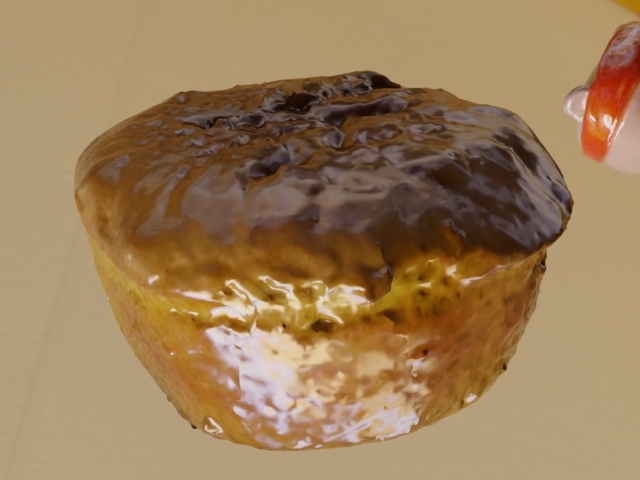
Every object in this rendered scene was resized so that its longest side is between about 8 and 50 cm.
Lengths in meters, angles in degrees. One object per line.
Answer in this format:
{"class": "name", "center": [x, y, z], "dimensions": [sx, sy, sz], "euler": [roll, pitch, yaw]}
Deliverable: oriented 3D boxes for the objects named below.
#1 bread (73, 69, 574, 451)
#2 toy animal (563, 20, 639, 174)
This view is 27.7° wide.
{"class": "bread", "center": [-0.001, -0.002, 0.805], "dimensions": [0.312, 0.312, 0.172], "euler": [-22, -58, -36]}
{"class": "toy animal", "center": [0.323, -0.109, 1.192], "dimensions": [0.197, 0.171, 0.171], "euler": [46, -122, -13]}
